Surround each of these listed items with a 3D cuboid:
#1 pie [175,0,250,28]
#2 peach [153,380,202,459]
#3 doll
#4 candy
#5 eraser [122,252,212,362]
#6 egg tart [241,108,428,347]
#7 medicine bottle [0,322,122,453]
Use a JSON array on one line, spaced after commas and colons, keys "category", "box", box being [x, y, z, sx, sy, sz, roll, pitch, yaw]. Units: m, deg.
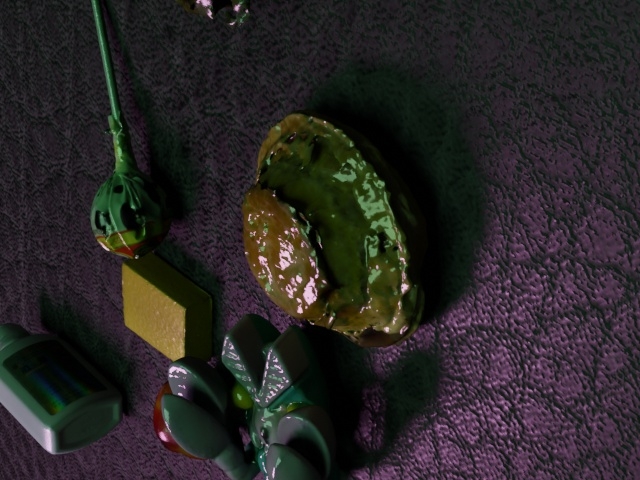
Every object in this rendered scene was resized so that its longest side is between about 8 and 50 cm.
[{"category": "pie", "box": [-0.094, -0.371, 0.994, 0.296, 0.078, 0.371, 57, 144, 15]}, {"category": "peach", "box": [-0.145, 0.203, 1.364, 0.101, 0.101, 0.100, 28, 130, 40]}, {"category": "doll", "box": [-0.041, 0.203, 1.194, 0.195, 0.153, 0.258, -18, 113, 41]}, {"category": "candy", "box": [-0.231, -0.131, 1.303, 0.083, 0.091, 0.305, -1, 102, 54]}, {"category": "eraser", "box": [-0.180, 0.084, 1.378, 0.122, 0.045, 0.097, 33, 132, 36]}, {"category": "egg tart", "box": [0.000, 0.000, 1.062, 0.241, 0.106, 0.241, 34, 137, 39]}, {"category": "medicine bottle", "box": [-0.385, 0.197, 1.631, 0.229, 0.121, 0.083, 34, 134, 37]}]
